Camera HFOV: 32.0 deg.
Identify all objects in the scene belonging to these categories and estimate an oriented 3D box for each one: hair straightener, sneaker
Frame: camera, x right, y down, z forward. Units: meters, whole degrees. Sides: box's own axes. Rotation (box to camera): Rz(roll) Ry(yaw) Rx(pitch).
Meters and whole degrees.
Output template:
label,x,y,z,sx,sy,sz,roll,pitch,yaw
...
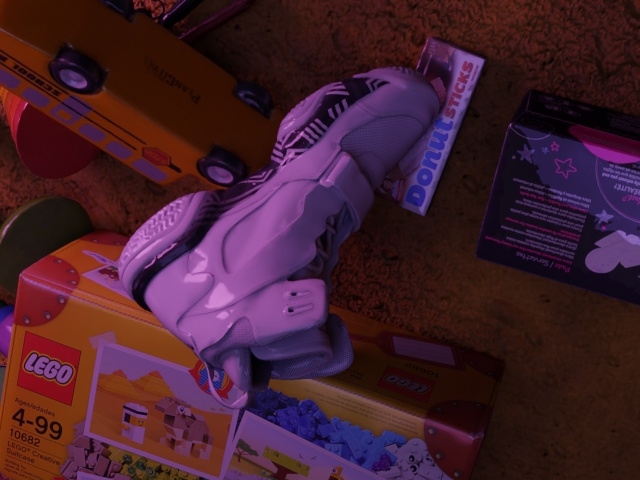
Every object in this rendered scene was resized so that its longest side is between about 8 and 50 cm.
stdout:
label,x,y,z,sx,sy,sz,roll,pitch,yaw
hair straightener,-0.182,-0.238,1.217,0.230,0.047,0.089,-28,96,26
sneaker,0.000,0.000,1.076,0.366,0.137,0.210,-35,60,-4

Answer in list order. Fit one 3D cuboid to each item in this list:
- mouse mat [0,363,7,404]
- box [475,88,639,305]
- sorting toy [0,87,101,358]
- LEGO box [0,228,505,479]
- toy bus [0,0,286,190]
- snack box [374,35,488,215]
label,x,y,z,sx,sy,sz,roll,pitch,yaw
mouse mat,-0.436,0.228,1.438,0.189,0.007,0.153,2,106,17
box,0.291,-0.034,1.068,0.247,0.163,0.142,18,113,11
sorting toy,-0.348,-0.038,1.301,0.126,0.127,0.366,32,119,35
LEGO box,-0.093,0.250,1.244,0.500,0.193,0.373,17,110,11
toy bus,-0.198,-0.157,1.146,0.332,0.108,0.130,33,148,-26
snack box,0.113,-0.119,1.170,0.064,0.022,0.178,23,110,10
